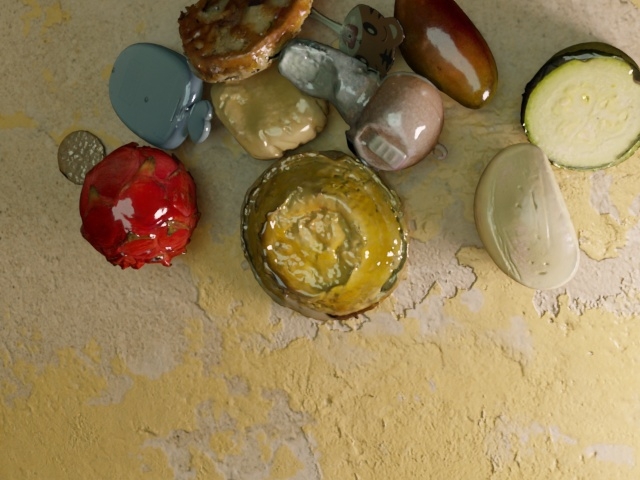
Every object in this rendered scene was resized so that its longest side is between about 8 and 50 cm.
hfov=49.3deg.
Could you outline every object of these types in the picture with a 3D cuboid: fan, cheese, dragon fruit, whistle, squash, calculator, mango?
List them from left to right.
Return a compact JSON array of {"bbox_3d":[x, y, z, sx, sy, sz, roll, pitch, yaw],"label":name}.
[{"bbox_3d":[-0.353,-0.064,1.368,0.240,0.241,0.252,20,78,12],"label":"dragon fruit"},{"bbox_3d":[-0.323,-0.288,1.396,0.302,0.042,0.188,33,106,32],"label":"calculator"},{"bbox_3d":[-0.095,-0.273,1.345,0.214,0.117,0.226,-32,81,8],"label":"cheese"},{"bbox_3d":[0.057,-0.387,1.315,0.226,0.008,0.153,38,138,23],"label":"fan"},{"bbox_3d":[0.087,-0.255,1.251,0.347,0.189,0.189,34,102,-5],"label":"whistle"},{"bbox_3d":[0.219,-0.348,1.257,0.133,0.111,0.268,-35,83,5],"label":"mango"},{"bbox_3d":[0.460,-0.232,1.224,0.220,0.133,0.220,5,111,14],"label":"squash"}]

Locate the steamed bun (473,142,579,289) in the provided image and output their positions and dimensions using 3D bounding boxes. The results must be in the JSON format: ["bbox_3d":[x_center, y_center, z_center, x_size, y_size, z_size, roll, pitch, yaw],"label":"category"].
[{"bbox_3d":[0.346,-0.033,1.202,0.154,0.200,0.250,-21,86,16],"label":"steamed bun"}]

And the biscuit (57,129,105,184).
[{"bbox_3d":[-0.517,-0.179,1.509,0.120,0.015,0.120,1,94,14],"label":"biscuit"}]

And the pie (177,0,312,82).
[{"bbox_3d":[-0.139,-0.408,1.301,0.308,0.085,0.308,-12,56,19],"label":"pie"}]

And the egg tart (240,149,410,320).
[{"bbox_3d":[0.000,0.000,1.315,0.345,0.132,0.346,2,101,9],"label":"egg tart"}]
